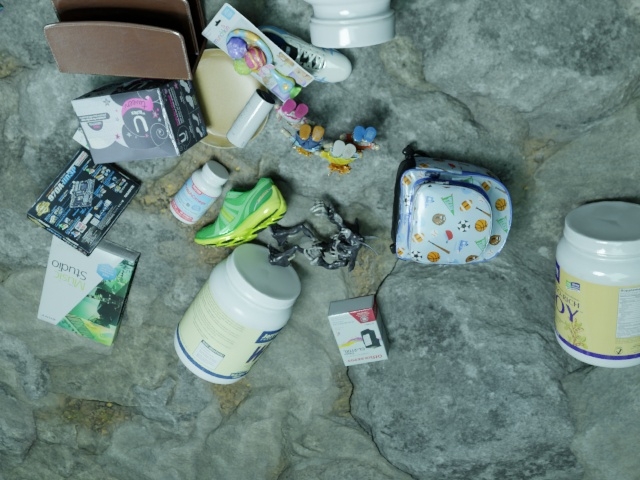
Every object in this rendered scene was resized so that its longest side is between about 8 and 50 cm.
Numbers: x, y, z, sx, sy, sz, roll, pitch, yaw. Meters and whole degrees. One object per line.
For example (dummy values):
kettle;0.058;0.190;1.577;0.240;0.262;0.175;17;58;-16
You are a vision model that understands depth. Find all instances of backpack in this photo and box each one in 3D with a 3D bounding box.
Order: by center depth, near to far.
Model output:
backpack;0.307;-0.064;1.471;0.263;0.213;0.277;1;116;-4

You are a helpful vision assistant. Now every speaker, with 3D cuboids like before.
speaker;-0.161;-0.281;1.461;0.055;0.055;0.136;34;117;-10

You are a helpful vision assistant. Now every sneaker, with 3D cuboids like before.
sneaker;-0.045;-0.403;1.397;0.237;0.086;0.085;19;118;-4
sneaker;-0.205;-0.066;1.607;0.295;0.109;0.124;-26;71;32

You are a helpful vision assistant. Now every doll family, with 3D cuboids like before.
doll family;0.000;-0.221;1.455;0.262;0.163;0.119;21;87;-3

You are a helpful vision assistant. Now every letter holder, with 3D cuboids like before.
letter holder;-0.416;-0.476;1.334;0.301;0.152;0.215;5;143;6

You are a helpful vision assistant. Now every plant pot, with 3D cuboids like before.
plant pot;-0.232;-0.334;1.493;0.236;0.032;0.237;4;118;7

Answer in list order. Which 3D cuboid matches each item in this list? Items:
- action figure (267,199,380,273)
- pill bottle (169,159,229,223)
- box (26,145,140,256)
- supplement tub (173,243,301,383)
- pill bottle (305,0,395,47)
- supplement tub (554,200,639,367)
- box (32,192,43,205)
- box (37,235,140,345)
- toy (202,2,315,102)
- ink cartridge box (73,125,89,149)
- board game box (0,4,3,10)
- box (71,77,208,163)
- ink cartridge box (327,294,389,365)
action figure;0.000;0.000;1.568;0.275;0.164;0.141;-4;151;20
pill bottle;-0.301;-0.122;1.586;0.087;0.087;0.160;38;117;-12
box;-0.585;-0.097;1.578;0.175;0.220;0.051;35;157;-11
supplement tub;-0.217;0.191;1.660;0.235;0.235;0.325;32;118;-9
pill bottle;0.050;-0.589;1.199;0.228;0.229;0.408;0;118;9
supplement tub;0.673;0.101;1.476;0.240;0.241;0.332;-5;117;11
box;-0.656;-0.075;1.642;0.137;0.126;0.072;35;120;-11
box;-0.660;0.131;1.795;0.232;0.058;0.322;22;120;-3
toy;-0.143;-0.383;1.362;0.237;0.056;0.136;34;152;-22
ink cartridge box;-0.553;-0.248;1.588;0.115;0.029;0.063;37;117;-11
board game box;-0.865;-0.550;1.459;0.210;0.047;0.160;41;116;-15
box;-0.415;-0.282;1.460;0.247;0.142;0.164;-2;119;22
ink cartridge box;0.107;0.248;1.736;0.127;0.072;0.175;-13;115;14
